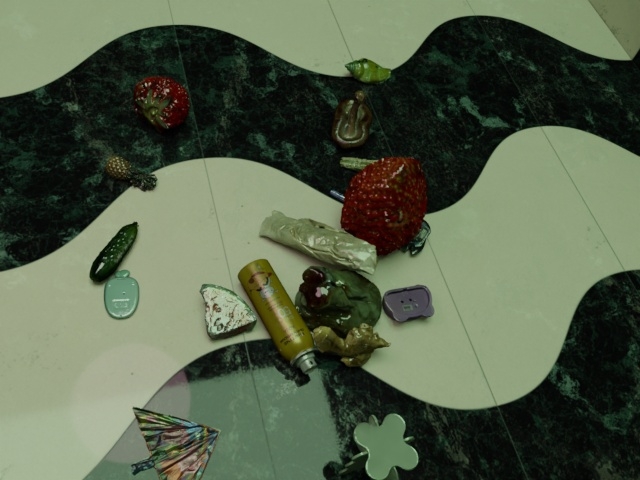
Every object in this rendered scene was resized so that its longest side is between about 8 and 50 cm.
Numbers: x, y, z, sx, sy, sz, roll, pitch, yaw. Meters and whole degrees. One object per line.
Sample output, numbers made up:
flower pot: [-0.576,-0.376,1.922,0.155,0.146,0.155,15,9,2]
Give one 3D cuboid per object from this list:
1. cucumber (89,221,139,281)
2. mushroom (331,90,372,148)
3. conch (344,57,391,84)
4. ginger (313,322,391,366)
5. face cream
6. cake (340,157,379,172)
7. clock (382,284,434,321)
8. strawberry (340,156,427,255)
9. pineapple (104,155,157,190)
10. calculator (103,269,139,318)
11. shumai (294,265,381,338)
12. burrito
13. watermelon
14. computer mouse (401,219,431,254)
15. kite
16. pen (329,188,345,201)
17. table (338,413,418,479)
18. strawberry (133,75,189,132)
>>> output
cucumber: [-0.590,0.028,1.773,0.069,0.069,0.227,23,52,3]
mushroom: [0.125,-0.458,2.145,0.147,0.218,0.227,7,56,-7]
conch: [0.179,-0.654,2.376,0.200,0.079,0.095,13,74,-14]
ginger: [0.079,0.276,1.705,0.214,0.133,0.059,33,14,-22]
face cream: [-0.112,0.218,1.729,0.105,0.105,0.349,-22,65,-24]
cake: [0.137,-0.256,2.136,0.140,0.055,0.051,9,56,15]
clock: [0.265,0.198,1.854,0.152,0.050,0.110,-8,60,-16]
strawberry: [0.199,-0.102,1.851,0.292,0.343,0.292,0,80,-3]
pineapple: [-0.590,-0.208,1.924,0.159,0.074,0.074,25,56,-6]
calculator: [-0.559,0.149,1.725,0.095,0.021,0.153,-1,61,-13]
shumai: [0.067,0.155,1.753,0.271,0.204,0.222,-16,63,-25]
burrito: [0.000,0.000,1.866,0.392,0.076,0.117,19,68,20]
watermelon: [-0.279,0.213,1.722,0.187,0.071,0.139,35,64,1]
computer mouse: [0.311,-0.009,2.001,0.079,0.047,0.135,21,67,16]
kite: [-0.353,0.532,1.531,0.233,0.016,0.321,-19,64,-24]
pen: [0.122,-0.117,2.043,0.204,0.025,0.025,27,56,7]
table: [0.136,0.534,1.521,0.166,0.198,0.167,6,56,-9]
strawberry: [-0.514,-0.464,2.044,0.186,0.184,0.201,-5,26,25]
